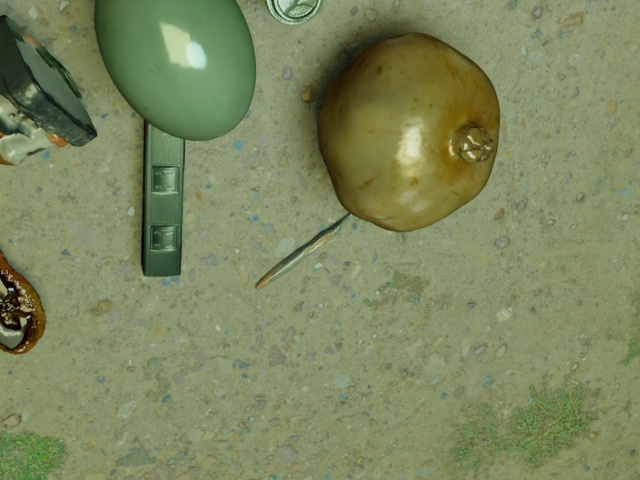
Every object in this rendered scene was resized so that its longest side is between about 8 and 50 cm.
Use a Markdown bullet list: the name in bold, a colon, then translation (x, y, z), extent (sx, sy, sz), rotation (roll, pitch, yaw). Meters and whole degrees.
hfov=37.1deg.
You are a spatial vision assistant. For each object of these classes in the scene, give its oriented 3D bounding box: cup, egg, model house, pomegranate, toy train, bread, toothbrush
- **cup**: translation (-0.062, -0.493, 1.878), extent (0.120, 0.141, 0.120), rotation (-7, 116, -14)
- **egg**: translation (-0.268, -0.363, 1.788), extent (0.276, 0.276, 0.389), rotation (-29, 125, -4)
- **model house**: translation (-0.605, -0.233, 1.750), extent (0.300, 0.190, 0.271), rotation (-24, 164, 6)
- **pomegranate**: translation (0.195, -0.222, 1.965), extent (0.411, 0.411, 0.412), rotation (-9, 119, -16)
- **toy train**: translation (-0.330, -0.116, 2.007), extent (0.086, 0.089, 0.409), rotation (-1, 117, -14)
- **bread**: translation (-0.674, 0.119, 2.005), extent (0.139, 0.095, 0.269), rotation (-31, 108, -6)
- **toothbrush**: translation (0.000, 0.000, 2.223), extent (0.375, 0.037, 0.028), rotation (-36, 120, 4)
